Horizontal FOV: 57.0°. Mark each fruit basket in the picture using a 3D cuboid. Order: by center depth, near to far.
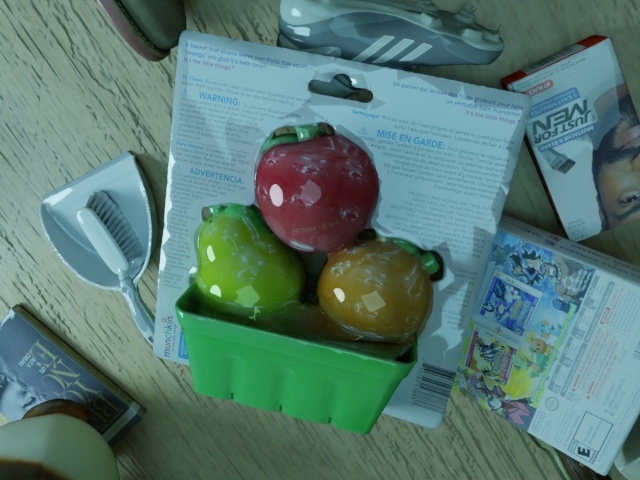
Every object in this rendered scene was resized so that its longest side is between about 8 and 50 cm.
[{"bbox_3d":[0.000,0.000,0.593,0.327,0.165,0.353,12,104,5],"label":"fruit basket"}]

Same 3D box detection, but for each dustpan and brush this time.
[{"bbox_3d":[-0.230,0.024,0.680,0.147,0.060,0.211,-23,105,18],"label":"dustpan and brush"}]

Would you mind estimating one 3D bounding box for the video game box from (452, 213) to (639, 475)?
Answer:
[{"bbox_3d":[0.228,0.101,0.582,0.187,0.048,0.205,25,122,27],"label":"video game box"}]

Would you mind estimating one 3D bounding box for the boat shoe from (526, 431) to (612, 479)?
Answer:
[{"bbox_3d":[0.289,0.231,0.665,0.060,0.064,0.178,-36,99,23],"label":"boat shoe"}]

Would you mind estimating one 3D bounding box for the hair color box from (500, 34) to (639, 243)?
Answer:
[{"bbox_3d":[0.245,-0.092,0.551,0.093,0.053,0.167,-24,107,18],"label":"hair color box"}]

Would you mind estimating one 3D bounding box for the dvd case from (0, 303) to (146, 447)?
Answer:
[{"bbox_3d":[-0.368,0.210,0.802,0.221,0.018,0.164,43,112,-8],"label":"dvd case"}]

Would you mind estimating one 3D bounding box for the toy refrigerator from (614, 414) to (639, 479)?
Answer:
[{"bbox_3d":[0.433,0.270,0.633,0.269,0.102,0.094,42,112,-7],"label":"toy refrigerator"}]

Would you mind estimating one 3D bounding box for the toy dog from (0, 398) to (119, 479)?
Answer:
[{"bbox_3d":[-0.316,0.408,0.722,0.395,0.284,0.408,-14,114,0],"label":"toy dog"}]

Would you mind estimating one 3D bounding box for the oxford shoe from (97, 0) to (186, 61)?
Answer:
[{"bbox_3d":[-0.160,-0.335,0.495,0.130,0.123,0.348,-10,110,8],"label":"oxford shoe"}]

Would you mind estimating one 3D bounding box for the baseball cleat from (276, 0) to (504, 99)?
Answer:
[{"bbox_3d":[0.060,-0.176,0.554,0.206,0.072,0.109,18,127,8],"label":"baseball cleat"}]
